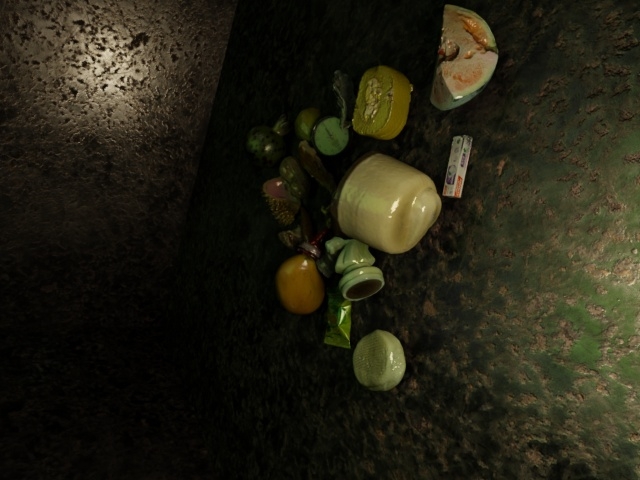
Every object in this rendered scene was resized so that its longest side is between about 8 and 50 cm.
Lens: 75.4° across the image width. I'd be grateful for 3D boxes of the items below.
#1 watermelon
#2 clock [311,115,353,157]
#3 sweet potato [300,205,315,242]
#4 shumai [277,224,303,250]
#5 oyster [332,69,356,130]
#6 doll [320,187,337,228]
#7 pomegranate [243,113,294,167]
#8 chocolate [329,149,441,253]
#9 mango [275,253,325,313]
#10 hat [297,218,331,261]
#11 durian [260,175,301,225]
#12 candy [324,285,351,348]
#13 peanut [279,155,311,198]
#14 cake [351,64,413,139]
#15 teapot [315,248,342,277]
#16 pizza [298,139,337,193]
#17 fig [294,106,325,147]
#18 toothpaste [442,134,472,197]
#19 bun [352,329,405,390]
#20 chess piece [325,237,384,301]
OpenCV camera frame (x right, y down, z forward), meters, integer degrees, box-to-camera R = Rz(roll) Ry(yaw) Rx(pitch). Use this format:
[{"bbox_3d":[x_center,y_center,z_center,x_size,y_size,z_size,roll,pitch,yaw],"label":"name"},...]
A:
[{"bbox_3d":[0.447,-0.542,1.296,0.175,0.188,0.322,8,81,10],"label":"watermelon"},{"bbox_3d":[0.048,-0.455,1.815,0.184,0.040,0.185,2,95,20],"label":"clock"},{"bbox_3d":[-0.060,-0.039,1.944,0.072,0.066,0.314,87,171,-63],"label":"sweet potato"},{"bbox_3d":[-0.127,-0.021,2.005,0.116,0.145,0.145,-54,41,7],"label":"shumai"},{"bbox_3d":[0.111,-0.612,1.774,0.087,0.199,0.252,-20,98,36],"label":"oyster"},{"bbox_3d":[0.137,-0.194,1.682,0.365,0.094,0.160,-46,52,41],"label":"doll"},{"bbox_3d":[-0.262,-0.520,2.228,0.306,0.242,0.242,-20,64,17],"label":"pomegranate"},{"bbox_3d":[0.229,-0.095,1.365,0.297,0.314,0.326,40,153,31],"label":"chocolate"},{"bbox_3d":[-0.087,0.188,1.772,0.173,0.211,0.317,-102,5,-49],"label":"mango"},{"bbox_3d":[0.003,0.002,1.821,0.129,0.140,0.227,25,76,43],"label":"hat"},{"bbox_3d":[-0.203,-0.187,2.160,0.305,0.185,0.196,57,152,33],"label":"durian"},{"bbox_3d":[0.073,0.310,1.695,0.149,0.069,0.246,-8,72,49],"label":"candy"},{"bbox_3d":[-0.124,-0.310,2.033,0.120,0.136,0.298,-56,44,31],"label":"peanut"},{"bbox_3d":[0.235,-0.515,1.555,0.179,0.156,0.261,22,107,38],"label":"cake"},{"bbox_3d":[0.052,0.078,1.723,0.119,0.130,0.166,-38,16,17],"label":"teapot"},{"bbox_3d":[-0.012,-0.333,1.884,0.297,0.071,0.189,54,166,35],"label":"pizza"},{"bbox_3d":[-0.044,-0.514,1.935,0.167,0.167,0.233,-44,37,41],"label":"fig"},{"bbox_3d":[0.435,-0.234,1.317,0.047,0.040,0.196,15,96,59],"label":"toothpaste"},{"bbox_3d":[0.213,0.421,1.446,0.221,0.108,0.221,-33,50,50],"label":"bun"},{"bbox_3d":[0.121,0.064,1.588,0.176,0.175,0.298,-48,45,38],"label":"chess piece"}]
